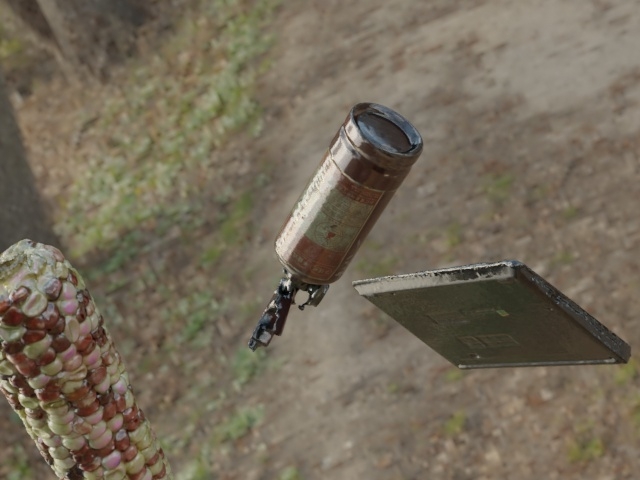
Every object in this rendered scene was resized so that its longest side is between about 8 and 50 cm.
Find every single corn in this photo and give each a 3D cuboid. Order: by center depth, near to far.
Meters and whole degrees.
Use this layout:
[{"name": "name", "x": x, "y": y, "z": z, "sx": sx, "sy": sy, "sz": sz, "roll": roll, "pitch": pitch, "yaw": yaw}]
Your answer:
[{"name": "corn", "x": -0.183, "y": 0.122, "z": 1.105, "sx": 0.092, "sy": 0.281, "sz": 0.092, "roll": -15, "pitch": 31, "yaw": 9}]

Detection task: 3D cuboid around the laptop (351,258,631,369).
[{"name": "laptop", "x": 0.124, "y": 0.061, "z": 1.128, "sx": 0.197, "sy": 0.135, "sz": 0.016, "roll": -12, "pitch": 48, "yaw": 54}]

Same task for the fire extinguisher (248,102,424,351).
[{"name": "fire extinguisher", "x": -0.004, "y": -0.006, "z": 1.357, "sx": 0.106, "sy": 0.075, "sz": 0.252, "roll": -30, "pitch": -22, "yaw": -54}]
